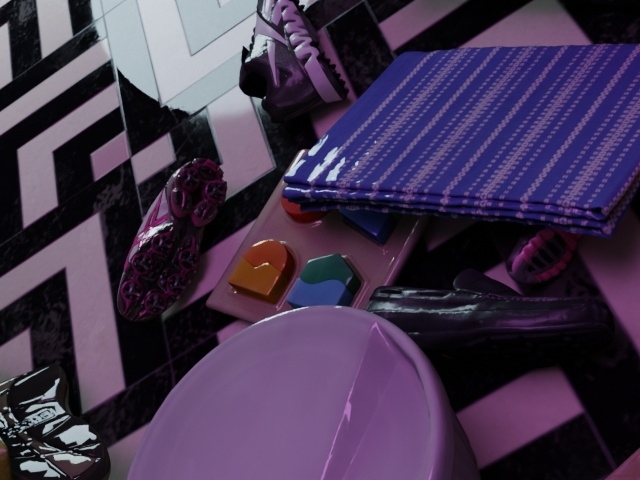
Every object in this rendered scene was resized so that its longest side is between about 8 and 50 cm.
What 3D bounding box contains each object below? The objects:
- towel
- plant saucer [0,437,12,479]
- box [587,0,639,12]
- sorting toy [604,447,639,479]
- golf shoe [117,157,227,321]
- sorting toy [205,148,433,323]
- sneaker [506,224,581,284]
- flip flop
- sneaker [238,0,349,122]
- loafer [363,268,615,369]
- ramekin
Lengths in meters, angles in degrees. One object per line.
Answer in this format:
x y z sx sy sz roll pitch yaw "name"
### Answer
0.150 -0.097 0.979 0.336 0.040 0.243 7 45 40 "towel"
-0.331 0.226 1.012 0.045 0.188 0.188 -14 30 -31 "plant saucer"
0.214 -0.371 1.083 0.322 0.079 0.257 19 72 24 "box"
0.229 0.177 0.744 0.062 0.012 0.083 -39 38 -3 "sorting toy"
-0.158 0.005 1.151 0.086 0.067 0.186 -21 40 61 "golf shoe"
0.000 0.000 1.044 0.208 0.038 0.193 13 65 43 "sorting toy"
0.186 -0.013 0.914 0.119 0.047 0.057 -48 35 -17 "sneaker"
-0.266 0.193 1.050 0.112 0.080 0.277 -23 25 -24 "flip flop"
-0.052 -0.211 1.227 0.106 0.078 0.234 -31 45 9 "sneaker"
0.123 0.058 0.874 0.223 0.076 0.078 -7 60 38 "loafer"
-0.005 0.192 0.821 0.273 0.127 0.272 -22 44 23 "ramekin"
